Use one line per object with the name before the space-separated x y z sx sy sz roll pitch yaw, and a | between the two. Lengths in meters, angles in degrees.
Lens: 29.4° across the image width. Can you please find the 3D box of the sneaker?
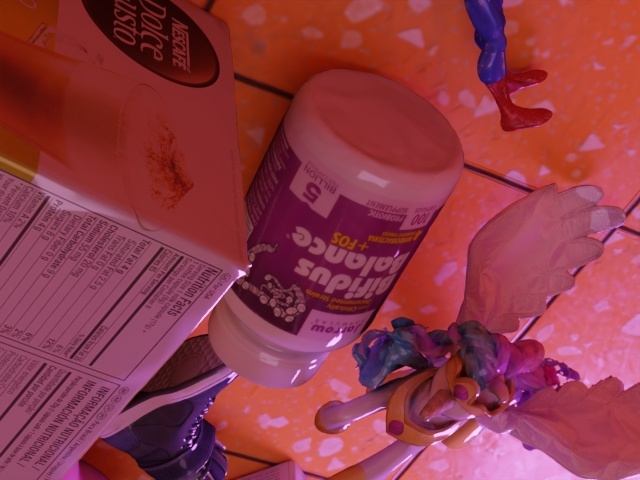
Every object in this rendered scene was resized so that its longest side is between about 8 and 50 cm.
sneaker | -0.133 0.201 1.374 0.226 0.086 0.163 -28 118 30

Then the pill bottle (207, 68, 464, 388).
pill bottle | 0.000 0.000 1.167 0.169 0.169 0.301 15 128 -18

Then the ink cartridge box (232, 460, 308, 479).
ink cartridge box | -0.113 0.426 1.598 0.296 0.066 0.261 -21 129 13

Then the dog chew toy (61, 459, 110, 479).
dog chew toy | -0.349 0.284 1.370 0.207 0.206 0.331 -17 123 9

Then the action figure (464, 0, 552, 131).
action figure | 0.166 -0.231 1.034 0.139 0.091 0.280 -19 131 20

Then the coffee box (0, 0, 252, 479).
coffee box | -0.288 -0.045 0.986 0.334 0.337 0.338 26 123 -26

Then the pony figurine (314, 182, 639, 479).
pony figurine | 0.171 0.144 1.236 0.351 0.302 0.363 -21 168 -30
